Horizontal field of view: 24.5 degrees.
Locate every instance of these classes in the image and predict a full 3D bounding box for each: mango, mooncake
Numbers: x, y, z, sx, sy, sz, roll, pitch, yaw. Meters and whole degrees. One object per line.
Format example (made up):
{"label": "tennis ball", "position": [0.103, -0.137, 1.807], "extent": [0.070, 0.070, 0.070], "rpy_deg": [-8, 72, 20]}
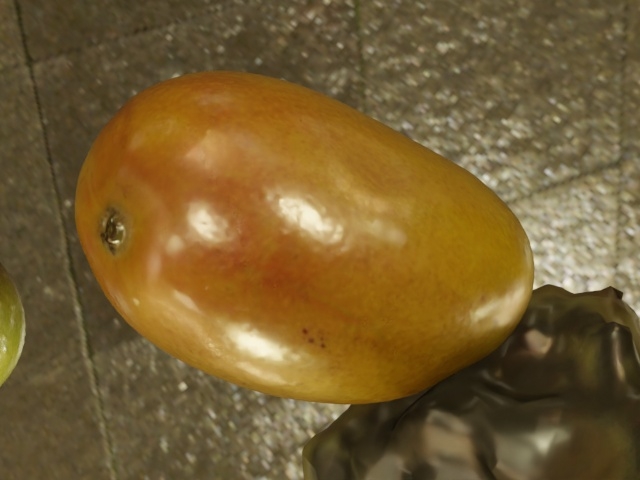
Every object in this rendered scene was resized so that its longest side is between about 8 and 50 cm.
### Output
{"label": "mango", "position": [-0.002, 0.003, 0.668], "extent": [0.221, 0.152, 0.120], "rpy_deg": [21, 130, -14]}
{"label": "mooncake", "position": [0.121, 0.206, 0.728], "extent": [0.246, 0.394, 0.393], "rpy_deg": [-26, 155, 8]}

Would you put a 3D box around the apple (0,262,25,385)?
{"label": "apple", "position": [-0.294, 0.071, 0.966], "extent": [0.157, 0.196, 0.196], "rpy_deg": [42, 92, -12]}
